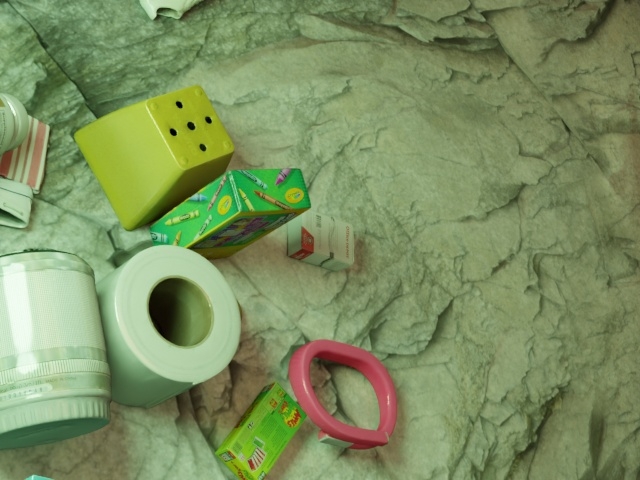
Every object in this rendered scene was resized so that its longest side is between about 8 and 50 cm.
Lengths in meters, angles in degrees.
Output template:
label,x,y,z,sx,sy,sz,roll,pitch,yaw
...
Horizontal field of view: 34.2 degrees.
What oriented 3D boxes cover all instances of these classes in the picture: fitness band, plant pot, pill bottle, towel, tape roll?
label,x,y,z,sx,sy,sz,roll,pitch,yaw
fitness band,0.052,0.301,2.048,0.291,0.054,0.209,21,50,-44
plant pot,-0.287,-0.173,1.934,0.212,0.187,0.212,-27,88,-46
pill bottle,-0.562,-0.184,1.649,0.131,0.131,0.229,59,15,-1
towel,-0.568,-0.175,1.806,0.197,0.029,0.144,24,54,-33
tape roll,-0.282,0.148,1.787,0.246,0.169,0.246,20,56,-33

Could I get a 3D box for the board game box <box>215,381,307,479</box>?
label,x,y,z,sx,sy,sz,roll,pitch,yaw
board game box,-0.107,0.356,1.919,0.092,0.043,0.181,49,46,-11

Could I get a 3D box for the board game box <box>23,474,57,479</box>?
label,x,y,z,sx,sy,sz,roll,pitch,yaw
board game box,-0.361,0.424,1.455,0.254,0.336,0.079,23,55,-31

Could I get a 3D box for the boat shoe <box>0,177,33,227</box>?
label,x,y,z,sx,sy,sz,roll,pitch,yaw
boat shoe,-0.573,-0.071,1.704,0.226,0.083,0.075,9,62,-39

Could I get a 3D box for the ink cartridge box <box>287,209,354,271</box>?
label,x,y,z,sx,sy,sz,roll,pitch,yaw
ink cartridge box,0.000,0.000,2.186,0.135,0.056,0.099,19,58,-33

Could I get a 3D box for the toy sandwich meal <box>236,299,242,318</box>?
label,x,y,z,sx,sy,sz,roll,pitch,yaw
toy sandwich meal,-0.186,0.134,1.977,0.086,0.029,0.085,20,59,-38

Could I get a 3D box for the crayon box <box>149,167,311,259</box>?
label,x,y,z,sx,sy,sz,roll,pitch,yaw
crayon box,-0.168,-0.042,1.904,0.165,0.278,0.081,-5,73,-43

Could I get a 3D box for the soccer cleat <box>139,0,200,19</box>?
label,x,y,z,sx,sy,sz,roll,pitch,yaw
soccer cleat,-0.292,-0.505,2.191,0.196,0.068,0.076,-18,86,-38

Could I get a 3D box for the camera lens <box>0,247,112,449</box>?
label,x,y,z,sx,sy,sz,roll,pitch,yaw
camera lens,-0.443,0.163,1.601,0.219,0.219,0.274,2,67,-40
